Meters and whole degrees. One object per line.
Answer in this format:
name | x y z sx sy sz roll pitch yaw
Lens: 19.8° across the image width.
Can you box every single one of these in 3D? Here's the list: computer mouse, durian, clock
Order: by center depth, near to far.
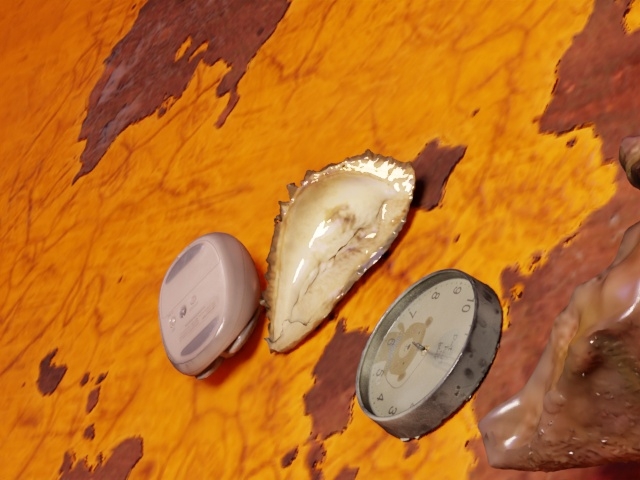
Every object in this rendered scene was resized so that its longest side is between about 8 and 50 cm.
clock | 0.049 0.052 0.850 0.085 0.017 0.085 -40 31 29
durian | 0.007 0.003 0.972 0.066 0.052 0.130 47 109 24
computer mouse | -0.058 0.038 1.026 0.066 0.039 0.096 -44 36 24

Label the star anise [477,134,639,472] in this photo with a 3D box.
star anise | 0.178 -0.004 0.598 0.349 0.109 0.292 -63 22 -11
